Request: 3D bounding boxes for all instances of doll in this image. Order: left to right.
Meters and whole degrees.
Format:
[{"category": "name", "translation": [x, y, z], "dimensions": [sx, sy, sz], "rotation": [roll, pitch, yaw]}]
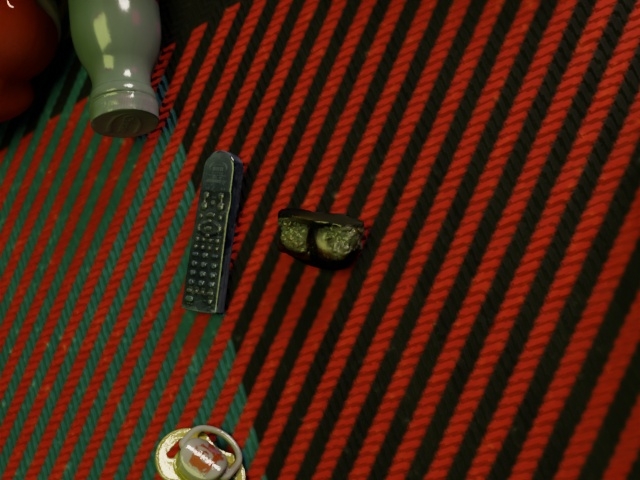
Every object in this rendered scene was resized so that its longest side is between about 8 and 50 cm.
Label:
[{"category": "doll", "translation": [-0.357, -0.233, 0.917], "dimensions": [0.161, 0.130, 0.290], "rotation": [25, 97, 31]}]

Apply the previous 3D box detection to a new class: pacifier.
[{"category": "pacifier", "translation": [-0.105, 0.202, 0.738], "dimensions": [0.083, 0.068, 0.064], "rotation": [33, 131, 10]}]

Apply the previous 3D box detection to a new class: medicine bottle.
[{"category": "medicine bottle", "translation": [-0.207, -0.216, 0.851], "dimensions": [0.090, 0.090, 0.216], "rotation": [-16, 73, 25]}]

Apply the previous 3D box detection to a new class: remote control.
[{"category": "remote control", "translation": [-0.098, -0.008, 0.786], "dimensions": [0.043, 0.027, 0.152], "rotation": [8, 85, 24]}]

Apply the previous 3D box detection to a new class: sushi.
[{"category": "sushi", "translation": [0.000, 0.000, 0.729], "dimensions": [0.083, 0.044, 0.046], "rotation": [12, 107, 32]}]
